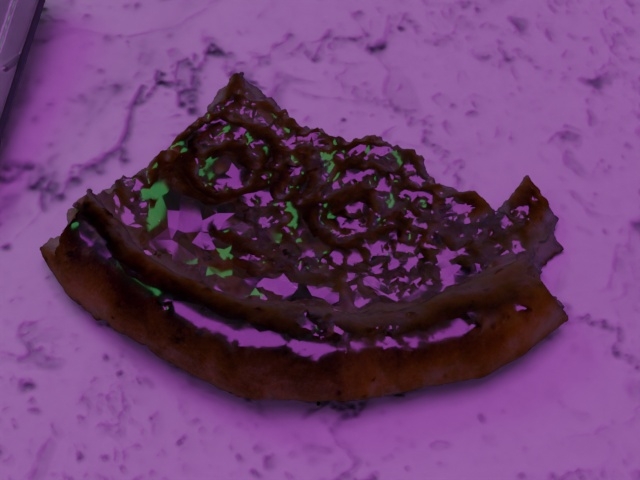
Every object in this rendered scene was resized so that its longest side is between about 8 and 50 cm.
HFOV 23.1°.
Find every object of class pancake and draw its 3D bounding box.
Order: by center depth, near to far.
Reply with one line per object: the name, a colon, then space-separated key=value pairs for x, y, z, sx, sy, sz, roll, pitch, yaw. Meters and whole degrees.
pancake: x=-0.003 y=0.004 z=1.302 sx=0.427 sy=0.067 sz=0.305 roll=21 pitch=58 yaw=15

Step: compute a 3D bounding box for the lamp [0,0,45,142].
lamp: x=-0.391 y=-0.179 z=1.357 sx=0.269 sy=0.047 sz=0.266 roll=18 pitch=68 yaw=-16
